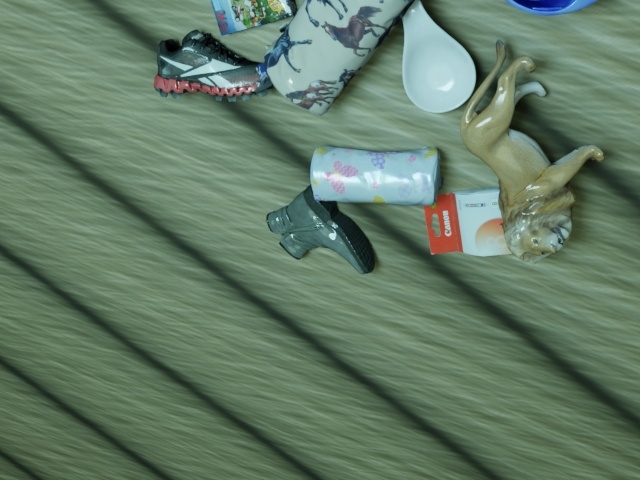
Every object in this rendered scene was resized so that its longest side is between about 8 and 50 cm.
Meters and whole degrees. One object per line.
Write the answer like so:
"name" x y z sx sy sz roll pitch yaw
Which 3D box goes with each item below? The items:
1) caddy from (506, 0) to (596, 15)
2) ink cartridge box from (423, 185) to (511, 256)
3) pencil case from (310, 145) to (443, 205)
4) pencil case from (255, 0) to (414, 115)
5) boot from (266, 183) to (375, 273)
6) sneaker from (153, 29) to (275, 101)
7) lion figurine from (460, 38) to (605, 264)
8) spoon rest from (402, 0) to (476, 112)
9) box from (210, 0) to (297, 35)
"caddy" 0.354 -0.534 0.971 0.241 0.179 0.341 -35 102 25
"ink cartridge box" 0.316 -0.035 1.288 0.180 0.045 0.145 -7 112 15
"pencil case" 0.115 -0.137 1.252 0.273 0.113 0.124 2 88 13
"pencil case" 0.047 -0.419 1.067 0.183 0.160 0.410 47 131 3
"boot" 0.000 0.000 1.375 0.161 0.083 0.246 -36 95 32
"sneaker" -0.220 -0.363 1.242 0.276 0.097 0.135 7 118 13
"lion figurine" 0.375 -0.159 1.152 0.240 0.142 0.392 -39 94 15
"spoon rest" 0.199 -0.373 1.139 0.137 0.084 0.276 -20 107 22
"box" -0.152 -0.538 1.174 0.159 0.044 0.232 -9 112 18
